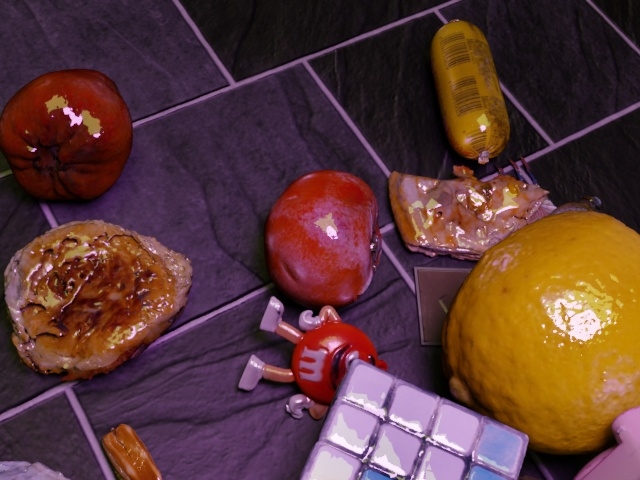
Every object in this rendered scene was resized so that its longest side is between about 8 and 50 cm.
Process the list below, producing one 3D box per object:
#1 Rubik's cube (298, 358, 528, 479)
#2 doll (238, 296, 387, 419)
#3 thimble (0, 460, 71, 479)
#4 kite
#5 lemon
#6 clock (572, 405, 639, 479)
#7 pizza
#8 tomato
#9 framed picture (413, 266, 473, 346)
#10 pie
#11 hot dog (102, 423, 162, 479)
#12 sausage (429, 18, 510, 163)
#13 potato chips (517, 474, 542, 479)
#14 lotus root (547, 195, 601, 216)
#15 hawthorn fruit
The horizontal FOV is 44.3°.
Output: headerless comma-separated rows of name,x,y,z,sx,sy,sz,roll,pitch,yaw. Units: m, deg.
Rubik's cube,0.094,0.354,1.057,0.259,0.253,0.256,22,59,4
doll,-0.002,0.193,1.221,0.217,0.085,0.183,18,96,-7
thimble,-0.398,0.406,0.993,0.172,0.205,0.250,30,77,17
kite,0.393,-0.062,1.472,0.127,0.016,0.229,-13,63,-18
lemon,0.342,0.156,1.159,0.364,0.364,0.364,3,60,-5
clock,0.479,0.352,1.081,0.309,0.284,0.114,11,38,-23
pizza,0.273,-0.055,1.418,0.297,0.071,0.189,2,61,-6
tomato,-0.001,-0.002,1.275,0.189,0.232,0.232,2,59,12
framed picture,0.219,0.113,1.351,0.109,0.011,0.149,2,60,-6
pie,-0.366,0.081,1.252,0.308,0.085,0.308,3,60,-5
hot dog,-0.275,0.327,1.153,0.056,0.041,0.133,-31,61,-22
sausage,0.287,-0.290,1.526,0.123,0.123,0.347,-1,61,-8
potato chips,0.320,0.451,1.151,0.220,0.029,0.202,31,52,9
lotus root,0.444,-0.004,1.397,0.113,0.088,0.192,40,66,-12
hawthorn fruit,-0.418,-0.196,1.343,0.224,0.224,0.261,9,39,-2
